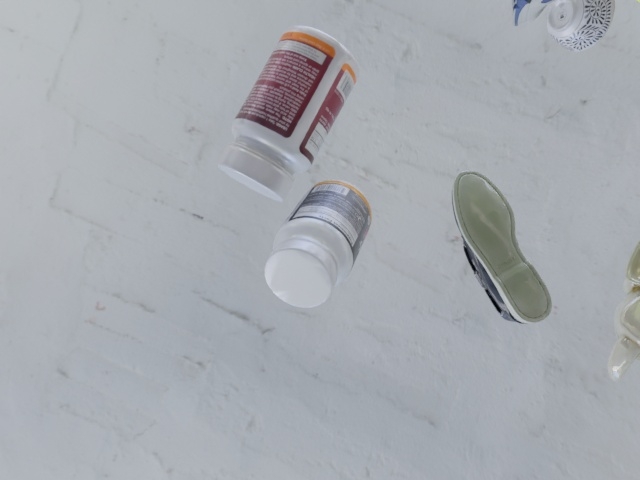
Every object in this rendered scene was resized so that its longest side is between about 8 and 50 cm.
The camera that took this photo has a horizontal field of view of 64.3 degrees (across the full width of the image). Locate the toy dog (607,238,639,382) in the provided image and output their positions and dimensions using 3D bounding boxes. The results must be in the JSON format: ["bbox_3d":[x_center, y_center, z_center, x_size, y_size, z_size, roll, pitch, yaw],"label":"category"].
[{"bbox_3d":[0.886,0.230,1.207,0.395,0.408,0.284,-55,-141,-3],"label":"toy dog"}]

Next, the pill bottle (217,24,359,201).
[{"bbox_3d":[-0.084,-0.312,1.288,0.224,0.224,0.392,27,-95,10],"label":"pill bottle"}]

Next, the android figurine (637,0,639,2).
[{"bbox_3d":[0.443,-0.361,0.655,0.248,0.056,0.273,11,-124,-7],"label":"android figurine"}]

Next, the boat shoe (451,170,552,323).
[{"bbox_3d":[0.360,0.019,1.078,0.127,0.113,0.340,-24,-104,-13],"label":"boat shoe"}]

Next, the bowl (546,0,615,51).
[{"bbox_3d":[0.605,-0.544,1.228,0.080,0.170,0.170,-10,-91,-25],"label":"bowl"}]

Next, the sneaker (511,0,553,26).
[{"bbox_3d":[0.438,-0.484,0.916,0.182,0.315,0.127,-2,-83,20],"label":"sneaker"}]

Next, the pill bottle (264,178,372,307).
[{"bbox_3d":[0.000,0.000,1.024,0.162,0.278,0.162,9,-56,15],"label":"pill bottle"}]
